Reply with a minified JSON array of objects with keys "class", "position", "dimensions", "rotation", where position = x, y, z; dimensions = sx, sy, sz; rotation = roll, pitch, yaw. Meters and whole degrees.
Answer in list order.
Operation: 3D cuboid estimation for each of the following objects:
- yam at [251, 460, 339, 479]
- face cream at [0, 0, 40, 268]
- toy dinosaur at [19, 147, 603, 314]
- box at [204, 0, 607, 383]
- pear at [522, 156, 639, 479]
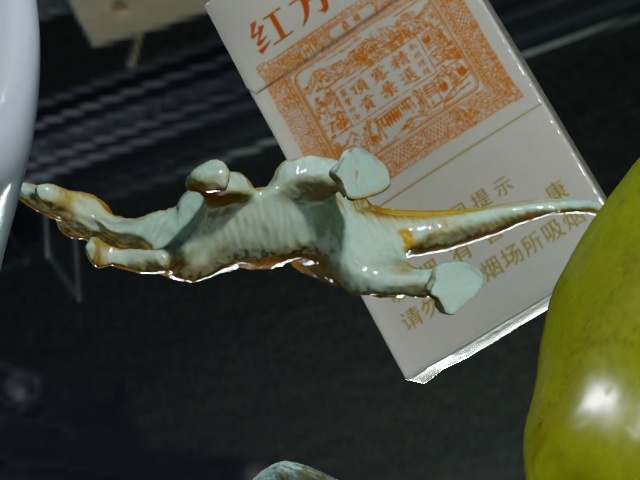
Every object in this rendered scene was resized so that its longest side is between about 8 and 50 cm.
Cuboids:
[{"class":"yam","position":[0.023,0.175,0.836],"dimensions":[0.107,0.194,0.107],"rotation":[-30,-49,-40]},{"class":"face cream","position":[-0.162,-0.019,0.720],"dimensions":[0.071,0.144,0.291],"rotation":[-2,-25,-18]},{"class":"toy dinosaur","position":[-0.001,0.000,0.738],"dimensions":[0.212,0.057,0.142],"rotation":[11,-8,-36]},{"class":"box","position":[0.074,-0.093,1.448],"dimensions":[0.204,0.365,0.051],"rotation":[-33,-18,13]},{"class":"pear","position":[0.187,0.039,0.631],"dimensions":[0.269,0.212,0.212],"rotation":[-38,-38,-23]}]
